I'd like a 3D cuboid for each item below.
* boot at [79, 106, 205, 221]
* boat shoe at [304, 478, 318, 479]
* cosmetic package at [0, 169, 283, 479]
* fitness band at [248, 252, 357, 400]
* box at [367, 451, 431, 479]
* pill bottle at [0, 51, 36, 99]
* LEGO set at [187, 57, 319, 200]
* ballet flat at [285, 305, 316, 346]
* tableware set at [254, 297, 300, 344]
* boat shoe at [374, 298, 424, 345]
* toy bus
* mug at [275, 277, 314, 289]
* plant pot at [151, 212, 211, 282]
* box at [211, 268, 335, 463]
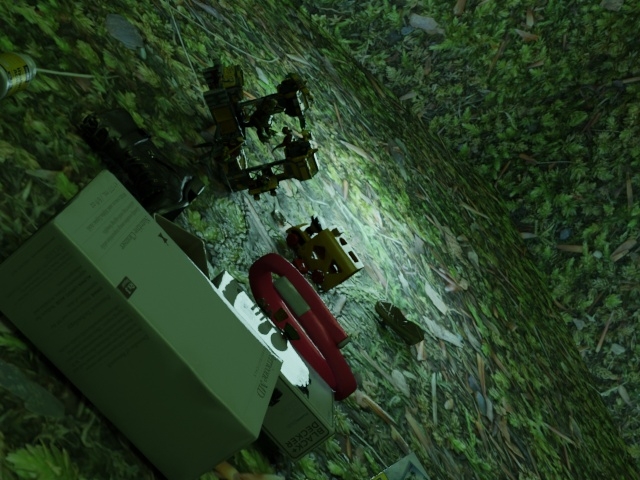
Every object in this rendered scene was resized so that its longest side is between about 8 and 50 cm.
[{"bbox_3d":[-0.325,-0.126,1.540,0.229,0.091,0.263,44,18,-8],"label":"boot"},{"bbox_3d":[0.035,0.450,1.388,0.190,0.072,0.068,60,22,17],"label":"boat shoe"},{"bbox_3d":[-0.241,0.119,1.216,0.385,0.156,0.217,47,20,-13],"label":"cosmetic package"},{"bbox_3d":[-0.030,0.151,1.576,0.290,0.054,0.209,54,-19,12],"label":"fitness band"},{"bbox_3d":[0.156,0.487,1.619,0.159,0.044,0.233,59,22,14],"label":"box"},{"bbox_3d":[-0.494,-0.260,1.399,0.065,0.065,0.116,49,22,-10],"label":"pill bottle"},{"bbox_3d":[-0.134,-0.267,1.886,0.192,0.255,0.331,71,16,-46],"label":"LEGO set"},{"bbox_3d":[-0.051,0.163,1.712,0.114,0.041,0.041,56,21,7],"label":"ballet flat"},{"bbox_3d":[-0.078,0.145,1.569,0.104,0.024,0.154,53,-20,2],"label":"tableware set"},{"bbox_3d":[0.180,0.198,2.126,0.153,0.048,0.056,37,38,-22],"label":"boat shoe"},{"bbox_3d":[0.009,0.009,1.967,0.202,0.104,0.191,37,26,-36],"label":"toy bus"},{"bbox_3d":[-0.045,0.098,1.787,0.078,0.062,0.064,62,14,4],"label":"mug"},{"bbox_3d":[-0.248,0.043,1.398,0.109,0.096,0.109,33,28,-41],"label":"plant pot"},{"bbox_3d":[-0.099,0.199,1.437,0.290,0.087,0.169,49,9,-12],"label":"box"}]
